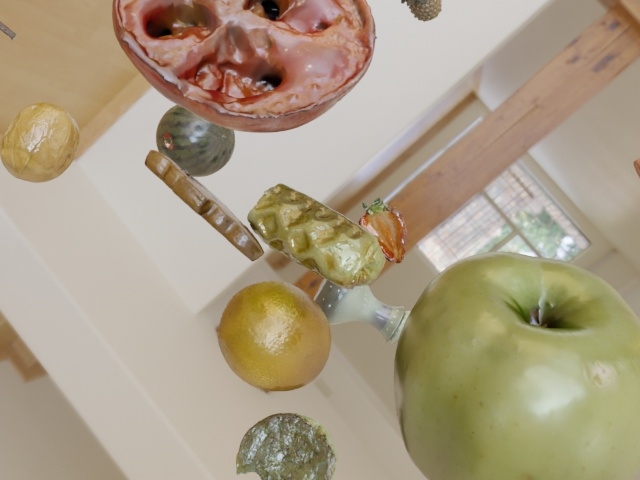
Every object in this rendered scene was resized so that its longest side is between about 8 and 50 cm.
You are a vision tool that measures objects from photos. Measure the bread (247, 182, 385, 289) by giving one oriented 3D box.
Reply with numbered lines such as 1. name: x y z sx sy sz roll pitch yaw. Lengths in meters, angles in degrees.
1. bread: 0.000 0.000 1.254 0.152 0.267 0.130 -29 141 -52

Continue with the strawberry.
1. strawberry: 0.192 -0.034 1.898 0.140 0.192 0.085 -59 167 14

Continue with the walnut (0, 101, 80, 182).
1. walnut: -0.659 -0.229 1.525 0.165 0.165 0.197 121 -13 -73

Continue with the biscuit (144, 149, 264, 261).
1. biscuit: -0.192 -0.053 1.172 0.043 0.278 0.301 -48 170 -4

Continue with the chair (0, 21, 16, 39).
1. chair: -0.727 -0.605 1.321 0.183 0.326 0.175 -14 -138 61

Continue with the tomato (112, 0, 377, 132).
1. tomato: -0.072 -0.192 0.588 0.228 0.228 0.101 -37 176 -24

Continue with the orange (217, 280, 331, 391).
1. orange: -0.092 0.193 1.306 0.236 0.236 0.236 -39 174 -5

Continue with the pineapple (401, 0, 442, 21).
1. pineapple: 0.206 -0.522 1.372 0.074 0.074 0.159 -42 157 20

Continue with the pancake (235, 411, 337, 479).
1. pancake: -0.077 0.529 1.538 0.253 0.253 0.037 -40 153 -4

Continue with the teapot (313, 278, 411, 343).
1. teapot: 0.114 0.179 1.766 0.183 0.251 0.183 -59 -176 8

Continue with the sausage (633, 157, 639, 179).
1. sausage: 0.603 -0.116 1.182 0.034 0.083 0.034 -19 166 -5

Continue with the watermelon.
1. watermelon: -0.334 -0.272 1.743 0.212 0.212 0.212 -39 174 -5

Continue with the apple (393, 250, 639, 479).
1. apple: 0.265 0.199 0.864 0.357 0.357 0.357 -39 174 -5
